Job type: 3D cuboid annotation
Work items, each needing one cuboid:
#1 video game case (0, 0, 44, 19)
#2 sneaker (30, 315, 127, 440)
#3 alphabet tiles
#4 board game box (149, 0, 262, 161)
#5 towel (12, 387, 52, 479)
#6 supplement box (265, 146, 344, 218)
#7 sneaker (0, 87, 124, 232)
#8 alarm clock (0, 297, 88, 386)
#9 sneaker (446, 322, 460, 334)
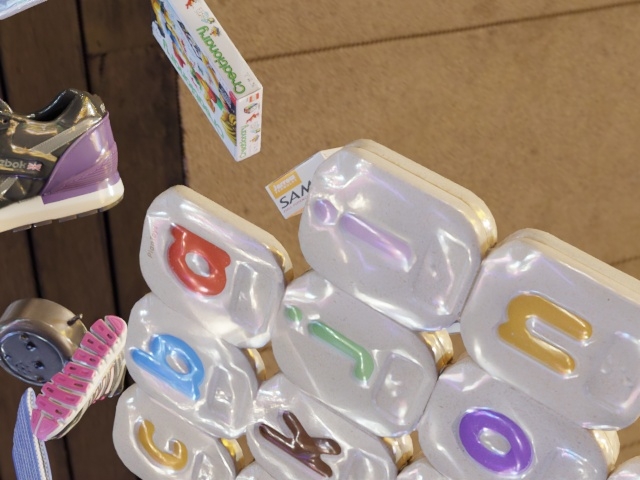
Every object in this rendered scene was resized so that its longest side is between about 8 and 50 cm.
[{"bbox_3d":[-0.395,-0.412,1.428,0.023,0.201,0.183,-21,98,-55],"label":"video game case"},{"bbox_3d":[-0.280,0.177,1.293,0.170,0.063,0.075,-58,147,-25],"label":"sneaker"},{"bbox_3d":[0.033,0.103,0.446,0.021,0.278,0.284,-41,153,-48],"label":"alphabet tiles"},{"bbox_3d":[-0.193,-0.302,1.777,0.053,0.305,0.193,-28,159,-16],"label":"board game box"},{"bbox_3d":[-0.441,0.392,1.685,0.040,0.243,0.336,-10,159,-23],"label":"towel"},{"bbox_3d":[-0.004,-0.054,0.985,0.062,0.098,0.036,-32,89,17],"label":"supplement box"},{"bbox_3d":[-0.321,-0.068,0.963,0.283,0.107,0.124,-21,118,-33],"label":"sneaker"},{"bbox_3d":[-0.407,0.145,1.479,0.192,0.064,0.129,2,128,17],"label":"alarm clock"},{"bbox_3d":[0.126,0.048,1.051,0.064,0.192,0.086,-38,109,-27],"label":"sneaker"}]
